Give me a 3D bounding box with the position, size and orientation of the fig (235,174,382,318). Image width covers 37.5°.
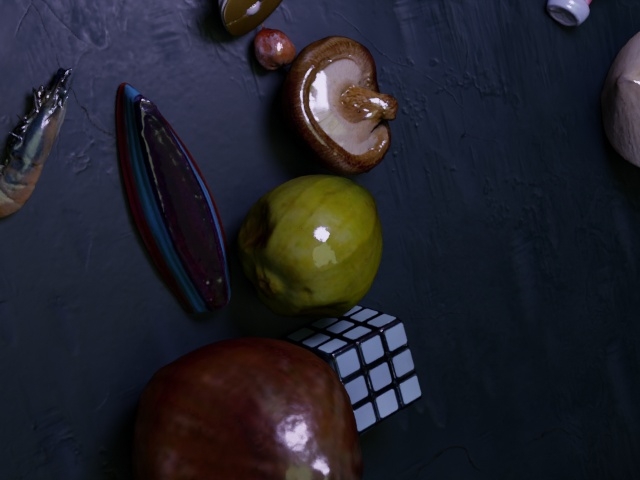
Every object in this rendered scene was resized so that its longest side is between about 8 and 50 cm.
[{"bbox_3d":[0.000,0.000,1.532,0.271,0.239,0.239,-43,115,-30],"label":"fig"}]

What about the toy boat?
[{"bbox_3d":[-0.233,-0.064,1.500,0.136,0.079,0.392,-27,112,-22],"label":"toy boat"}]

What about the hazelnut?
[{"bbox_3d":[-0.104,0.355,1.453,0.353,0.421,0.420,28,85,-44],"label":"hazelnut"}]

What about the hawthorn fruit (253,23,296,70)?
[{"bbox_3d":[-0.082,-0.329,1.532,0.067,0.067,0.103,-26,102,-20],"label":"hawthorn fruit"}]

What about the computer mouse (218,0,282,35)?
[{"bbox_3d":[-0.078,-0.429,1.480,0.056,0.126,0.245,27,73,15],"label":"computer mouse"}]

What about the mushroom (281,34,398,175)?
[{"bbox_3d":[0.021,-0.220,1.568,0.194,0.138,0.231,-8,92,-18],"label":"mushroom"}]

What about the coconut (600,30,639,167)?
[{"bbox_3d":[0.684,-0.277,1.805,0.329,0.329,0.328,-5,101,-26],"label":"coconut"}]

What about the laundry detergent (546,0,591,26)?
[{"bbox_3d":[0.541,-0.563,1.788,0.159,0.088,0.335,35,83,-22],"label":"laundry detergent"}]

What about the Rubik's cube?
[{"bbox_3d":[0.055,0.221,1.630,0.163,0.162,0.160,-25,109,-28],"label":"Rubik's cube"}]

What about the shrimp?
[{"bbox_3d":[-0.481,-0.168,1.367,0.198,0.051,0.262,29,88,-27],"label":"shrimp"}]
